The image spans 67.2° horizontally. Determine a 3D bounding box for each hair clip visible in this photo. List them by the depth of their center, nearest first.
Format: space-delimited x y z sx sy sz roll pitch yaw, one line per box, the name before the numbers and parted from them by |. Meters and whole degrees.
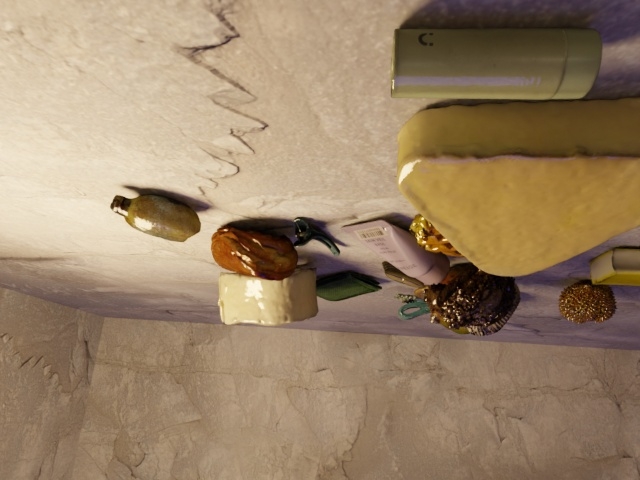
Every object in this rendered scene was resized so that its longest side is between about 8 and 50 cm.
hair clip | 0.000 0.000 1.195 0.039 0.070 0.229 -9 166 26

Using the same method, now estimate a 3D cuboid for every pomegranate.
pomegranate | 0.424 0.161 1.369 0.245 0.199 0.198 -17 154 28

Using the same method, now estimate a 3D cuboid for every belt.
belt | 0.383 0.246 1.866 0.179 0.100 0.065 -9 163 -7

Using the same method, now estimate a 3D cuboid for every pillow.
pillow | 0.224 0.090 1.320 0.113 0.038 0.203 19 -174 2

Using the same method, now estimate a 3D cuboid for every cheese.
cheese | 0.309 -0.055 0.735 0.383 0.104 0.384 5 152 3
cheese | -0.159 0.163 1.432 0.291 0.153 0.332 -3 177 9

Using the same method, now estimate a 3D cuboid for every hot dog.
hot dog | -0.173 0.031 1.215 0.195 0.122 0.272 14 176 -27

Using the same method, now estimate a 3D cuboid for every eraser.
eraser | 0.799 0.071 1.175 0.225 0.069 0.158 2 163 9

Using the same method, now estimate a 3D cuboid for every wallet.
wallet | 0.074 0.156 1.661 0.160 0.055 0.236 22 150 -36

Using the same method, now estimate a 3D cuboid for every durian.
durian | 0.806 0.185 1.457 0.158 0.137 0.168 -21 142 13

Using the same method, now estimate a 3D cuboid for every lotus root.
lotus root | -0.357 -0.052 1.048 0.191 0.088 0.113 18 165 -37

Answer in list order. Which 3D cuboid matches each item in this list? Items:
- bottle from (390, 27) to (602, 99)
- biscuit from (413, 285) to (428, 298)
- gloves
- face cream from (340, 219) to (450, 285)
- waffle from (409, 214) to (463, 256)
bottle | 0.176 -0.186 0.508 0.201 0.072 0.072 2 163 6
biscuit | 0.431 0.180 1.678 0.219 0.033 0.220 2 164 0
gloves | 0.372 0.137 1.160 0.210 0.135 0.312 -37 146 12
face cream | 0.192 0.018 1.152 0.273 0.096 0.154 28 162 -29
waffle | 0.342 -0.020 1.007 0.301 0.068 0.325 5 161 -2
